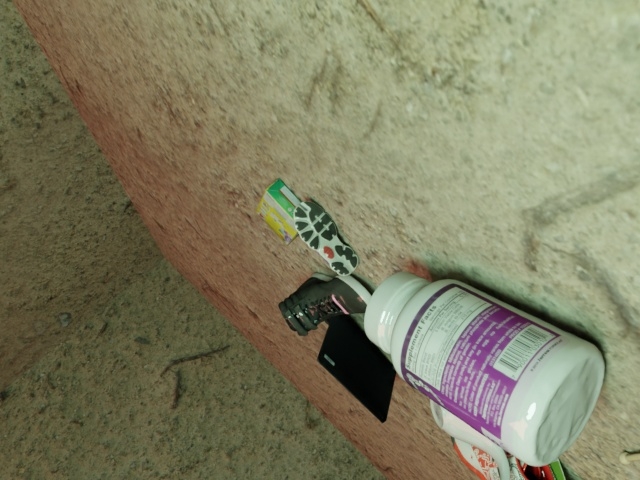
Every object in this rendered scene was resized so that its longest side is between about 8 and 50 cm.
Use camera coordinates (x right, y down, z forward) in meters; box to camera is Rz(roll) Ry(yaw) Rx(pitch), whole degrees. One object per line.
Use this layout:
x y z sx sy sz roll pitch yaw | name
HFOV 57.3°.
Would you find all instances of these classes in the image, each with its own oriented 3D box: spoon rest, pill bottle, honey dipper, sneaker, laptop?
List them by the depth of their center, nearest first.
0.439 0.286 0.776 0.030 0.030 0.161 41 163 18 | honey dipper
0.205 0.154 0.803 0.301 0.169 0.169 28 153 46 | pill bottle
0.282 0.369 1.110 0.276 0.084 0.137 -108 11 -47 | spoon rest
0.000 0.000 1.111 0.170 0.068 0.071 55 166 -21 | sneaker
0.359 0.423 1.152 0.270 0.090 0.145 -118 35 -54 | sneaker
0.007 0.149 1.261 0.104 0.147 0.295 53 160 -14 | sneaker
0.055 0.280 1.398 0.234 0.136 0.264 47 163 -18 | laptop

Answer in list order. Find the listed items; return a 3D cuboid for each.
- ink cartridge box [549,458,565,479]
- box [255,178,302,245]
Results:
0.492 0.532 1.072 0.189 0.097 0.255 88 170 -63 | ink cartridge box
-0.079 -0.052 1.217 0.105 0.043 0.179 47 159 0 | box
